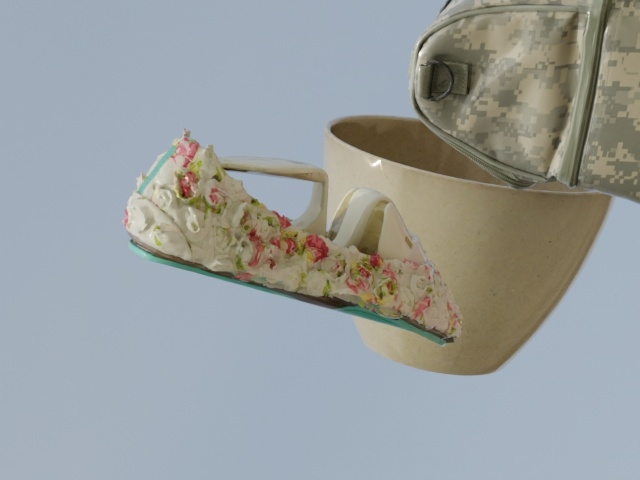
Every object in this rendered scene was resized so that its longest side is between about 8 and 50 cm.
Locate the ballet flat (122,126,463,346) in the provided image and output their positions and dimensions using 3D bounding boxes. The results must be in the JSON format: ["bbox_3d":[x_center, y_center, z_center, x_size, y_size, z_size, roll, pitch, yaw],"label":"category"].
[{"bbox_3d":[0.000,0.000,1.062,0.241,0.091,0.077,18,-85,-39],"label":"ballet flat"}]

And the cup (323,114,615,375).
[{"bbox_3d":[0.146,0.013,2.116,0.331,0.331,0.237,-5,-69,-47],"label":"cup"}]

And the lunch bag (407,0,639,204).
[{"bbox_3d":[0.226,-0.181,1.761,0.305,0.256,0.212,-60,-18,-61],"label":"lunch bag"}]
